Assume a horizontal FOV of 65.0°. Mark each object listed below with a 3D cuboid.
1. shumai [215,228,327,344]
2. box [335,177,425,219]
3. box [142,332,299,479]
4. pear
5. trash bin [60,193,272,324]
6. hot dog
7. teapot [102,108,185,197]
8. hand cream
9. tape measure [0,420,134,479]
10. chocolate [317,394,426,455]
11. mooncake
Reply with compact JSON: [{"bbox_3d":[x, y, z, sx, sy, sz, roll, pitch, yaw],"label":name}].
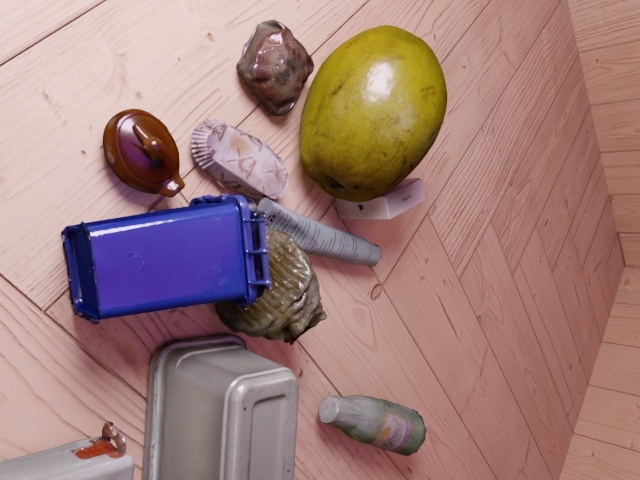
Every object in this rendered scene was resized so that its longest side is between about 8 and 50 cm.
[{"bbox_3d":[-0.067,0.080,0.841,0.142,0.184,0.184,45,59,-65],"label":"shumai"},{"bbox_3d":[0.121,-0.085,1.019,0.130,0.129,0.051,-28,112,-41],"label":"box"},{"bbox_3d":[-0.138,0.311,0.740,0.175,0.183,0.311,3,91,-46],"label":"box"},{"bbox_3d":[0.090,-0.225,0.902,0.253,0.253,0.307,37,80,-41],"label":"pear"},{"bbox_3d":[-0.199,0.024,0.670,0.235,0.184,0.162,-9,98,-40],"label":"trash bin"},{"bbox_3d":[-0.128,-0.127,0.818,0.192,0.053,0.099,27,72,-40],"label":"hot dog"},{"bbox_3d":[-0.235,-0.118,0.687,0.098,0.078,0.129,-47,124,-33],"label":"teapot"},{"bbox_3d":[0.000,0.000,0.947,0.331,0.058,0.085,15,115,-46],"label":"hand cream"},{"bbox_3d":[-0.348,0.358,0.565,0.243,0.125,0.246,4,89,-47],"label":"tape measure"},{"bbox_3d":[0.108,0.383,1.060,0.291,0.110,0.110,31,70,-40],"label":"chocolate"},{"bbox_3d":[-0.070,-0.290,0.853,0.125,0.073,0.129,39,67,-42],"label":"mooncake"}]
